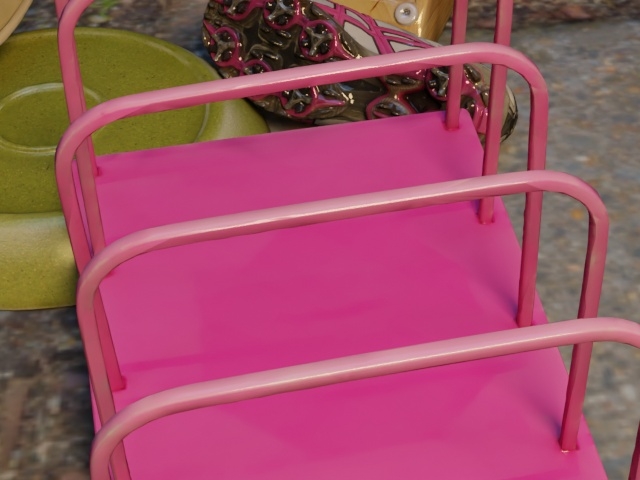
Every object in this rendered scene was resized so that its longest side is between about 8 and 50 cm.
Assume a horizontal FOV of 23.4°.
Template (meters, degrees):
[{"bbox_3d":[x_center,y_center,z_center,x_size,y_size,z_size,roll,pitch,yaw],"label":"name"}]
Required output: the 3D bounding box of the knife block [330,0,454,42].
[{"bbox_3d":[0.067,-0.223,1.017,0.088,0.242,0.276,9,85,16],"label":"knife block"}]

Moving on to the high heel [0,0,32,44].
[{"bbox_3d":[-0.271,-0.132,0.860,0.186,0.093,0.261,16,54,45],"label":"high heel"}]

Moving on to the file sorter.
[{"bbox_3d":[0.000,0.000,0.615,0.202,0.182,0.291,-8,47,-6],"label":"file sorter"}]

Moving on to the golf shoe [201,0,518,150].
[{"bbox_3d":[0.020,-0.091,0.855,0.186,0.067,0.086,25,13,20],"label":"golf shoe"}]

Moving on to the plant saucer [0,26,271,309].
[{"bbox_3d":[-0.145,-0.054,0.837,0.241,0.037,0.241,-1,38,1],"label":"plant saucer"}]
